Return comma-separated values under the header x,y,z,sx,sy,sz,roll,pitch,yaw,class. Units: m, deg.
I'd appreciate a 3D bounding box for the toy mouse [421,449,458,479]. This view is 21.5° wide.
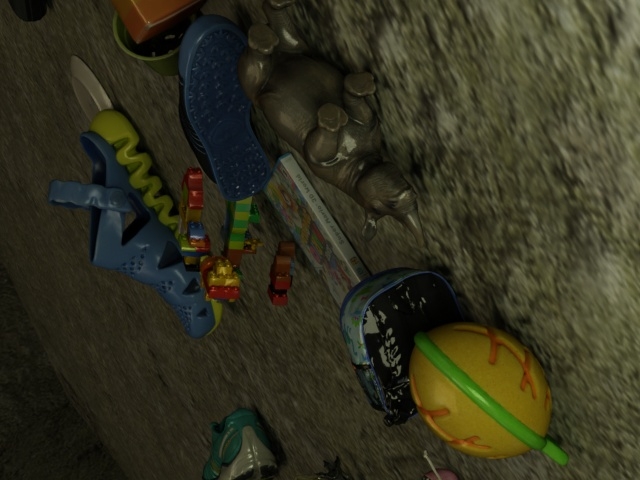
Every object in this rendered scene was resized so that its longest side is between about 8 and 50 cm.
x,y,z,sx,sy,sz,roll,pitch,yaw,class
0.143,0.282,1.723,0.161,0.031,0.143,58,164,2,toy mouse

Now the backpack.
x,y,z,sx,sy,sz,roll,pitch,yaw,class
0.069,0.082,1.446,0.084,0.105,0.114,19,133,64,backpack

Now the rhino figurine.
x,y,z,sx,sy,sz,roll,pitch,yaw,class
0.013,-0.089,1.363,0.243,0.073,0.106,52,159,18,rhino figurine

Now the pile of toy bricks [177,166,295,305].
x,y,z,sx,sy,sz,roll,pitch,yaw,class
-0.088,-0.019,1.788,0.212,0.118,0.105,-117,33,-62,pile of toy bricks

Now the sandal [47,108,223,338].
x,y,z,sx,sy,sz,roll,pitch,yaw,class
-0.242,-0.004,2.174,0.317,0.138,0.126,57,161,-4,sandal

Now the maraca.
x,y,z,sx,sy,sz,roll,pitch,yaw,class
0.137,0.126,1.351,0.127,0.099,0.185,48,-173,39,maraca

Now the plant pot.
x,y,z,sx,sy,sz,roll,pitch,yaw,class
-0.156,-0.202,1.677,0.083,0.083,0.079,53,176,19,plant pot

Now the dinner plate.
x,y,z,sx,sy,sz,roll,pitch,yaw,class
-0.301,-0.181,2.247,0.141,0.017,0.141,50,161,24,dinner plate

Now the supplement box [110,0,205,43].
x,y,z,sx,sy,sz,roll,pitch,yaw,class
-0.196,-0.307,1.587,0.233,0.080,0.078,58,164,-3,supplement box

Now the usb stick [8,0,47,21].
x,y,z,sx,sy,sz,roll,pitch,yaw,class
-0.375,-0.360,2.086,0.077,0.045,0.278,54,164,15,usb stick

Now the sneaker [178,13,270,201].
x,y,z,sx,sy,sz,roll,pitch,yaw,class
-0.105,-0.138,1.611,0.090,0.081,0.232,54,161,35,sneaker

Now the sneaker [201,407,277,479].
x,y,z,sx,sy,sz,roll,pitch,yaw,class
-0.121,0.314,2.517,0.275,0.107,0.110,130,127,-69,sneaker

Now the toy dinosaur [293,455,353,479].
x,y,z,sx,sy,sz,roll,pitch,yaw,class
0.045,0.339,2.079,0.268,0.064,0.118,42,172,44,toy dinosaur

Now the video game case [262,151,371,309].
x,y,z,sx,sy,sz,roll,pitch,yaw,class
0.000,0.000,1.669,0.166,0.015,0.119,57,164,6,video game case

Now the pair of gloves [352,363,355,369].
x,y,z,sx,sy,sz,roll,pitch,yaw,class
0.064,0.141,1.731,0.083,0.010,0.074,55,153,18,pair of gloves

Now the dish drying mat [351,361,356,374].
x,y,z,sx,sy,sz,roll,pitch,yaw,class
0.058,0.153,1.787,0.083,0.008,0.032,34,150,58,dish drying mat
